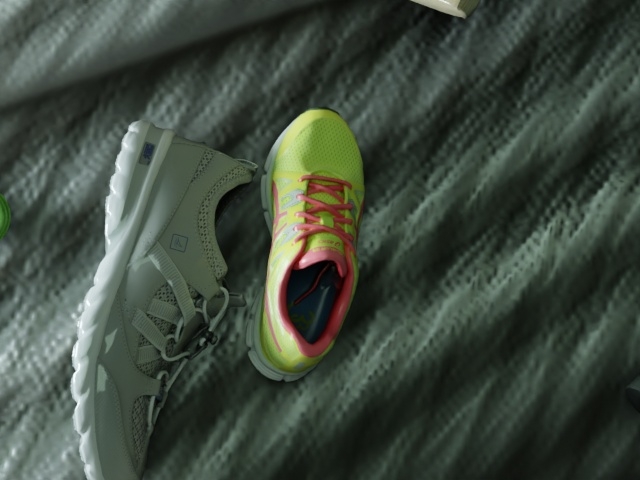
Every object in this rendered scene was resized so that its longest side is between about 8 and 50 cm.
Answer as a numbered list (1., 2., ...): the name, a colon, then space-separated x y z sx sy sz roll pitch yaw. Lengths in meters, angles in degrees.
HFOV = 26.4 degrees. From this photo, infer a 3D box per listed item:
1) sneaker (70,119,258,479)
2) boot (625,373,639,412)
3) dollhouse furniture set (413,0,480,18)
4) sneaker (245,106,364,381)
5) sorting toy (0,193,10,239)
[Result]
1. sneaker: -0.114 0.052 1.007 0.115 0.105 0.281 10 81 -3
2. boot: 0.421 0.115 0.960 0.348 0.131 0.260 43 82 10
3. dollhouse furniture set: -0.032 -0.409 0.990 0.394 0.362 0.256 27 80 38
4. sneaker: 0.000 0.000 1.011 0.081 0.094 0.208 8 80 -16
5. sorting toy: -0.294 -0.019 1.066 0.102 0.042 0.061 -10 93 -12
